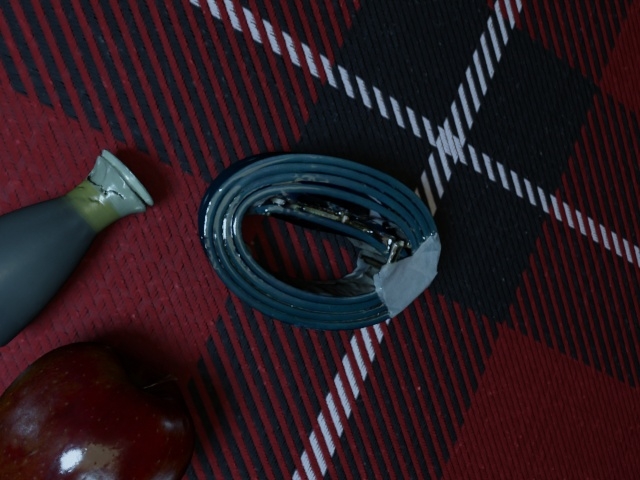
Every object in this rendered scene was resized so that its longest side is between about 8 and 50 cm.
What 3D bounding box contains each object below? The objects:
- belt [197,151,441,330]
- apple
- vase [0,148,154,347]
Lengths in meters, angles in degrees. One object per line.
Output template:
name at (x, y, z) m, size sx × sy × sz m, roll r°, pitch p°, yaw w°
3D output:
belt at (-0.002, 0.000, 0.951) m, size 0.437 × 0.173 × 0.300 m, roll 14°, pitch 97°, yaw -16°
apple at (-0.357, 0.308, 0.794) m, size 0.317 × 0.288 × 0.288 m, roll -42°, pitch 105°, yaw -4°
vase at (-0.422, 0.000, 0.815) m, size 0.321 × 0.173 × 0.173 m, roll -41°, pitch 105°, yaw -18°
